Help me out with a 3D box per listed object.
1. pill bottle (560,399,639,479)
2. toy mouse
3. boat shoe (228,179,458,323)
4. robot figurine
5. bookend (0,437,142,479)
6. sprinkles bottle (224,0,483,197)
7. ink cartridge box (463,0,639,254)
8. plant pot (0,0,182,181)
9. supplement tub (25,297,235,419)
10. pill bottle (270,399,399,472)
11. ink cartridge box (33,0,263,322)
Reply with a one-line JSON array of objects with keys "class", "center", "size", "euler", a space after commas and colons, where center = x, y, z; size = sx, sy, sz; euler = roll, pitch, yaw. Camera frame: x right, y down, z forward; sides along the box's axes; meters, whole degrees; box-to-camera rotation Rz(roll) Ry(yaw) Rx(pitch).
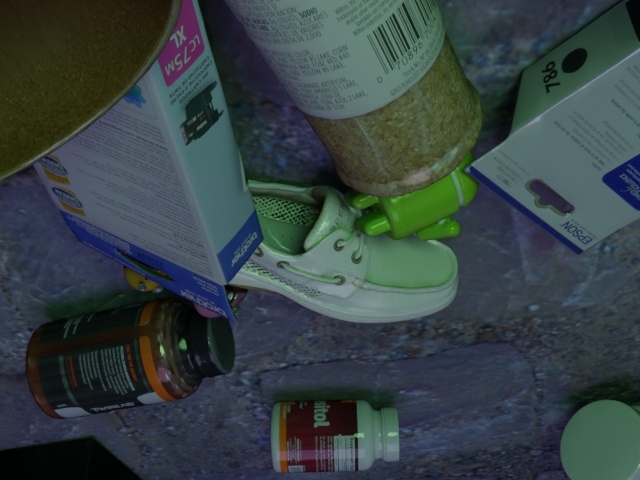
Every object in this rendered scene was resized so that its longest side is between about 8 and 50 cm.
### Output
[{"class": "pill bottle", "center": [0.419, 0.295, 1.090], "size": [0.152, 0.152, 0.272], "euler": [-31, 132, 32]}, {"class": "toy mouse", "center": [-0.109, 0.045, 0.806], "size": [0.143, 0.161, 0.031], "euler": [14, 97, -36]}, {"class": "boat shoe", "center": [0.000, 0.000, 0.759], "size": [0.277, 0.098, 0.096], "euler": [10, 141, -11]}, {"class": "robot figurine", "center": [0.079, -0.044, 0.715], "size": [0.115, 0.067, 0.101], "euler": [-27, 101, -6]}, {"class": "bookend", "center": [-0.348, 0.344, 1.198], "size": [0.156, 0.072, 0.157], "euler": [-11, 141, 14]}, {"class": "sprinkles bottle", "center": [-0.010, -0.174, 0.524], "size": [0.121, 0.121, 0.355], "euler": [-17, 138, 19]}, {"class": "ink cartridge box", "center": [0.278, -0.120, 0.644], "size": [0.165, 0.065, 0.332], "euler": [31, 130, -33]}, {"class": "plant pot", "center": [-0.229, -0.160, 0.387], "size": [0.237, 0.254, 0.237], "euler": [-32, 176, -3]}, {"class": "supplement tub", "center": [-0.191, 0.118, 0.896], "size": [0.197, 0.106, 0.106], "euler": [-12, 140, 14]}, {"class": "pill bottle", "center": [0.017, 0.236, 1.061], "size": [0.151, 0.086, 0.086], "euler": [-2, 141, 1]}, {"class": "ink cartridge box", "center": [-0.145, -0.079, 0.624], "size": [0.185, 0.065, 0.311], "euler": [23, 146, 25]}]
